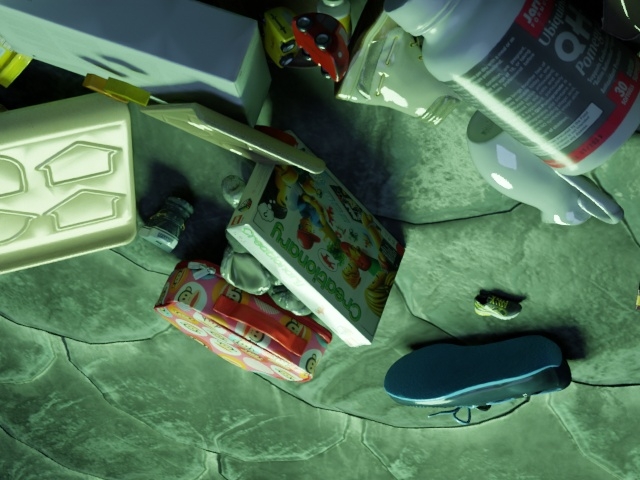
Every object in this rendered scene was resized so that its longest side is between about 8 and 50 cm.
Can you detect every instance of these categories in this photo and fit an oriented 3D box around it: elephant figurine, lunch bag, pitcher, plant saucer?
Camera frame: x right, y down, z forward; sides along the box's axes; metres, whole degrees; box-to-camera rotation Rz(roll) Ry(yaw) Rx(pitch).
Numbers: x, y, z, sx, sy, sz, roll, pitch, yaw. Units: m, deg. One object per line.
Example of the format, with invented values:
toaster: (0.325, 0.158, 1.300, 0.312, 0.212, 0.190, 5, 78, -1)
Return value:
elephant figurine: (-0.088, 0.006, 2.168, 0.239, 0.169, 0.186, 33, 108, -7)
lunch bag: (-0.133, 0.142, 2.326, 0.293, 0.120, 0.258, 31, 166, -15)
pitcher: (0.305, -0.099, 1.795, 0.207, 0.125, 0.178, 41, 169, -32)
plant saucer: (-0.047, -0.315, 1.790, 0.199, 0.036, 0.198, 15, 146, 10)

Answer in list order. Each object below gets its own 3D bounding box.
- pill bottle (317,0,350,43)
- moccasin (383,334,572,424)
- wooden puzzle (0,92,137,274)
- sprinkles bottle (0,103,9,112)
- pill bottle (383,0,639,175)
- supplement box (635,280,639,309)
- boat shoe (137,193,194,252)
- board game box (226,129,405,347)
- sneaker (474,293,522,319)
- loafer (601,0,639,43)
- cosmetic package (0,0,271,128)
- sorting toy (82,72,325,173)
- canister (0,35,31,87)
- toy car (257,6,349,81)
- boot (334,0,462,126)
pill bottle: (0.018, -0.288, 1.719, 0.043, 0.043, 0.083, 14, 145, 11)
moccasin: (0.271, 0.254, 2.308, 0.342, 0.137, 0.117, -8, 141, 37)
wooden puzzle: (-0.468, -0.097, 2.174, 0.322, 0.080, 0.347, -14, 143, -15)
sprinkles bottle: (-0.673, -0.151, 2.280, 0.355, 0.121, 0.121, -9, 135, 37)
pill bottle: (0.237, -0.234, 1.620, 0.319, 0.176, 0.176, 35, 144, -19)
supplement box: (0.523, 0.081, 2.013, 0.083, 0.043, 0.055, 11, 146, 16)
boat shoe: (-0.259, -0.029, 2.280, 0.065, 0.083, 0.183, 32, 171, -14)
board game box: (0.000, 0.000, 2.056, 0.053, 0.193, 0.305, -14, 132, 42)
sneaker: (0.289, 0.107, 2.187, 0.083, 0.031, 0.035, 0, 140, 28)
loafer: (0.320, -0.342, 1.464, 0.130, 0.133, 0.366, -1, 140, 29)
cosmetic package: (-0.264, -0.276, 1.813, 0.377, 0.097, 0.284, 19, 171, 4)
sorting toy: (-0.163, -0.171, 1.846, 0.307, 0.041, 0.229, 23, 177, -29)
canister: (-0.511, -0.321, 2.003, 0.170, 0.073, 0.126, 36, 144, -18)
toy car: (-0.048, -0.315, 1.671, 0.225, 0.053, 0.239, 62, 165, -21)
boot: (0.128, -0.252, 1.742, 0.165, 0.077, 0.213, 17, 128, -13)
